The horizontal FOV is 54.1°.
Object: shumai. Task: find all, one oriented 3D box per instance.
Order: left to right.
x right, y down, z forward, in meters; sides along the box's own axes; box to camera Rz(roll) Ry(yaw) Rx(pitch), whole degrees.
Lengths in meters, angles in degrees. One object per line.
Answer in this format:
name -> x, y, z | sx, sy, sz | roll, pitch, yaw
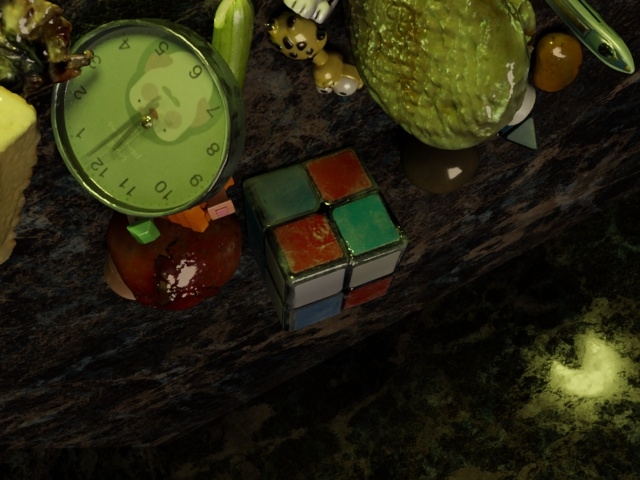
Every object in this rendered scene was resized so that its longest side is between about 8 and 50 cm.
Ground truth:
shumai -> 0.248, -0.377, 1.072 | 0.323, 0.397, 0.324 | -30, 164, -29

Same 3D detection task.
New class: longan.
longan -> 0.298, -0.212, 1.576 | 0.196, 0.197, 0.220 | -29, -164, 9

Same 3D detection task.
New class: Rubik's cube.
Rubik's cube -> 0.000, 0.000, 1.597 | 0.313, 0.319, 0.316 | -19, 155, -14
Rubik's cube -> 0.425, -0.293, 1.495 | 0.249, 0.234, 0.284 | -24, 155, 2

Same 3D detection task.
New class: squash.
squash -> -0.158, -0.335, 1.104 | 0.069, 0.069, 0.239 | -13, 152, -23

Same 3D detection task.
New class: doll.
doll -> -0.005, -0.348, 1.194 | 0.117, 0.086, 0.291 | 9, 173, 29

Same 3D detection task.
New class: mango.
mango -> 0.576, -0.436, 1.523 | 0.115, 0.090, 0.178 | -17, 147, 2

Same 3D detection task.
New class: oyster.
oyster -> -0.518, -0.249, 0.900 | 0.360, 0.096, 0.221 | -24, 136, 16

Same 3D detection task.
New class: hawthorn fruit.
hawthorn fruit -> -0.322, -0.003, 1.365 | 0.315, 0.316, 0.316 | -19, 154, -10

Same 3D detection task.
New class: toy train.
toy train -> 0.564, -0.439, 1.307 | 0.048, 0.252, 0.055 | -11, 150, -35

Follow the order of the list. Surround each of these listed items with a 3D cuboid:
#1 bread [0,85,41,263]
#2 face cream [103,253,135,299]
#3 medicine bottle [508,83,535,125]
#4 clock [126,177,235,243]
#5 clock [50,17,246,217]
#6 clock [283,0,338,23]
bread -> -0.611, -0.070, 0.818 | 0.389, 0.279, 0.371 | 29, 132, -12
face cream -> -0.438, 0.056, 1.515 | 0.149, 0.149, 0.104 | -4, 148, -36
medicine bottle -> 0.342, -0.342, 1.354 | 0.247, 0.147, 0.147 | 21, 134, -25
clock -> -0.272, -0.132, 1.175 | 0.219, 0.255, 0.106 | -21, 155, -5
clock -> -0.280, -0.191, 1.009 | 0.318, 0.319, 0.066 | -34, -172, 19
clock -> 0.001, -0.466, 0.894 | 0.188, 0.189, 0.254 | 5, 137, -45
